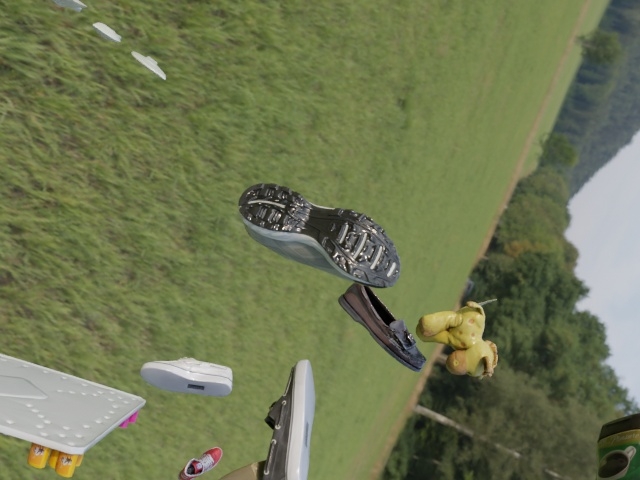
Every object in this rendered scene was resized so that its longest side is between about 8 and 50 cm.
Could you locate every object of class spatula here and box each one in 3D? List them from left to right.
[{"bbox_3d":[-0.258,-0.257,0.837,0.019,0.168,0.242,-54,-160,6],"label":"spatula"}]

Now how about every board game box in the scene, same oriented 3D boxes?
[{"bbox_3d":[-0.521,0.260,1.126,0.390,0.390,0.050,112,-5,-87],"label":"board game box"}]

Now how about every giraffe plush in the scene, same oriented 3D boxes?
[{"bbox_3d":[0.350,0.253,1.657,0.181,0.210,0.170,17,54,-57],"label":"giraffe plush"}]

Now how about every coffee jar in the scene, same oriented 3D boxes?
[{"bbox_3d":[0.345,0.280,0.750,0.096,0.079,0.184,-47,-168,52],"label":"coffee jar"}]

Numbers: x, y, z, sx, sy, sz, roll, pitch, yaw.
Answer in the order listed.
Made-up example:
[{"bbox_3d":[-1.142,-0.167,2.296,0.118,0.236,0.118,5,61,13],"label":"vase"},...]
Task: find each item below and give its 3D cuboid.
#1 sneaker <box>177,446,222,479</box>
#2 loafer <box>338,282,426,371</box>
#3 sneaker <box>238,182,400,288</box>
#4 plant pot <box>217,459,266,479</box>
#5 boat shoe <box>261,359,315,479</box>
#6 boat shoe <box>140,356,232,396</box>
[{"bbox_3d":[-0.271,0.513,1.586,0.118,0.042,0.067,-30,166,-34],"label":"sneaker"},{"bbox_3d":[0.179,0.228,1.878,0.095,0.302,0.109,-53,160,13],"label":"loafer"},{"bbox_3d":[0.000,0.000,1.083,0.100,0.272,0.108,-62,173,-26],"label":"sneaker"},{"bbox_3d":[-0.089,0.407,1.108,0.109,0.109,0.096,-1,140,-39],"label":"plant pot"},{"bbox_3d":[-0.055,0.296,1.111,0.080,0.076,0.228,73,17,-50],"label":"boat shoe"},{"bbox_3d":[-0.374,0.374,1.932,0.084,0.258,0.095,-92,-154,-49],"label":"boat shoe"}]
